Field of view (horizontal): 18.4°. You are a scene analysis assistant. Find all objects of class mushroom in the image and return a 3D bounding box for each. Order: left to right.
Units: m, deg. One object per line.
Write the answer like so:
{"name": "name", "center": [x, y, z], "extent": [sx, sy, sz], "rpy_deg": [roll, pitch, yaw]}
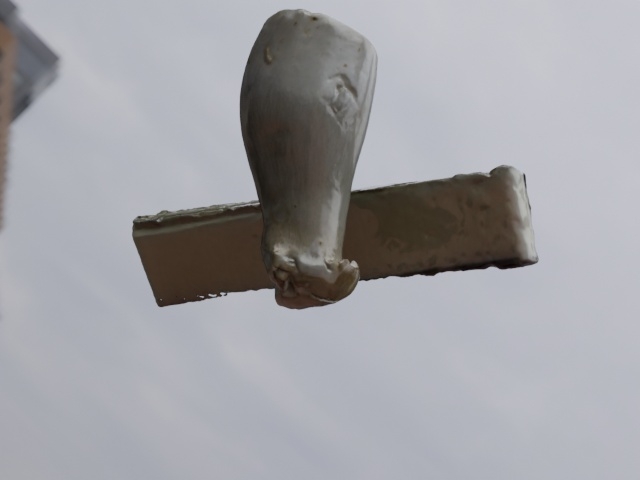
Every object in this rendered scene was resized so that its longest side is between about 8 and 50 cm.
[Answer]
{"name": "mushroom", "center": [-0.017, -0.061, 1.524], "extent": [0.116, 0.225, 0.093], "rpy_deg": [1, -12, 42]}

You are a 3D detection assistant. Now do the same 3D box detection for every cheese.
{"name": "cheese", "center": [0.001, -0.002, 1.609], "extent": [0.400, 0.034, 0.085], "rpy_deg": [-8, -80, 37]}
